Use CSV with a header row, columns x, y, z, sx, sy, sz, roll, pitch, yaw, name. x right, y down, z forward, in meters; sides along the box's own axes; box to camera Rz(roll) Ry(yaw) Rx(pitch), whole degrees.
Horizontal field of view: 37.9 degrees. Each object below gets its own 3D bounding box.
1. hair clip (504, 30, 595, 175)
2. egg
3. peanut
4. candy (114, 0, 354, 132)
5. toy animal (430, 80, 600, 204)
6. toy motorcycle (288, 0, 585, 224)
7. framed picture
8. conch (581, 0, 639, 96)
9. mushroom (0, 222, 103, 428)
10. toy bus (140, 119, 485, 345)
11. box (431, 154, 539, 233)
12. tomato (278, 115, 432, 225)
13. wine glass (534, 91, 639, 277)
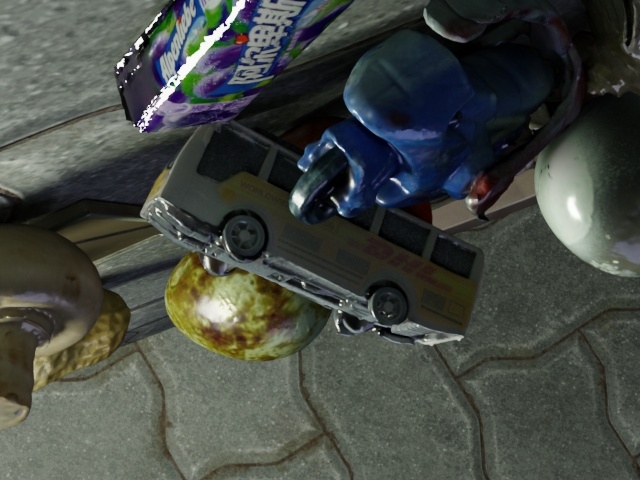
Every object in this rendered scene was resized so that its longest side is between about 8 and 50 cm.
x,y,z,sx,sy,sz,roll,pitch,yaw,name
0.216,-0.155,1.104,0.300,0.173,0.069,-29,137,-17,hair clip
-0.118,0.083,1.558,0.289,0.238,0.238,-1,177,9,egg
-0.454,0.168,1.560,0.291,0.143,0.159,-20,-176,-30,peanut
-0.033,-0.152,0.578,0.088,0.061,0.312,-14,171,-35,candy
0.222,-0.141,1.289,0.343,0.106,0.168,-23,165,36,toy animal
0.106,-0.140,0.865,0.182,0.241,0.319,24,-149,34,toy motorcycle
-0.320,0.008,1.201,0.240,0.020,0.324,-23,174,14,framed picture
0.320,-0.221,0.871,0.207,0.130,0.155,-48,173,8,conch
-0.323,0.077,0.982,0.206,0.209,0.206,-30,144,-24,mushroom
0.000,0.000,0.930,0.342,0.138,0.097,27,161,-15,toy bus
0.257,-0.106,1.552,0.252,0.153,0.188,-23,172,18,box
0.019,-0.063,1.079,0.233,0.140,0.200,-9,143,30,tomato
0.379,-0.068,1.051,0.238,0.238,0.323,-20,-169,-7,wine glass
